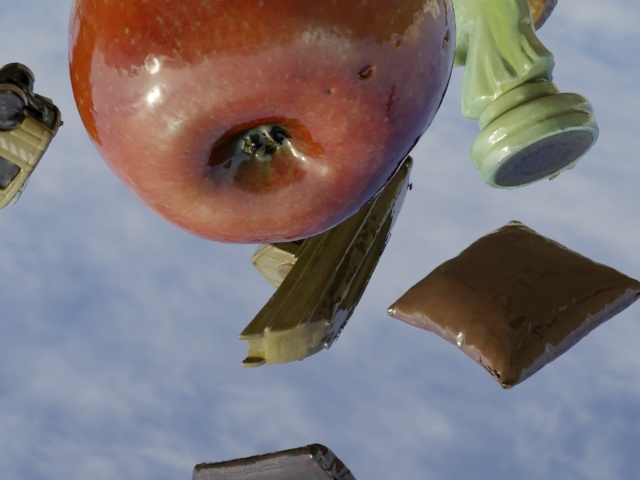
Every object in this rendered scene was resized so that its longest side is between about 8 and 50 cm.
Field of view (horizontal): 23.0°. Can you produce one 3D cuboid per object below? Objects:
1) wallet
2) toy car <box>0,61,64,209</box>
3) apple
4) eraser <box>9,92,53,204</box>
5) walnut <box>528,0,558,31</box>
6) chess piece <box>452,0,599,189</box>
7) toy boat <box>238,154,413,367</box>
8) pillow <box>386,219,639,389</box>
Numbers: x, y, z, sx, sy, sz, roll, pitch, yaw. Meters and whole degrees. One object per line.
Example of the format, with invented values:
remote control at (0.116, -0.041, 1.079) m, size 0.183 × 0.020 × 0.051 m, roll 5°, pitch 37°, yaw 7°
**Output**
wallet at (-0.034, 0.316, 1.836) m, size 0.229 × 0.182 × 0.049 m, roll -15°, pitch -151°, yaw 44°
toy car at (-0.370, -0.136, 1.447) m, size 0.256 × 0.124 × 0.101 m, roll 30°, pitch -166°, yaw -15°
apple at (-0.050, -0.161, 1.361) m, size 0.348 × 0.348 × 0.277 m, roll -8°, pitch -131°, yaw 0°
eraser at (-0.520, -0.160, 2.264) m, size 0.227 × 0.174 × 0.081 m, roll 18°, pitch -162°, yaw -26°
walnut at (0.290, -0.347, 2.269) m, size 0.105 × 0.124 × 0.105 m, roll 20°, pitch -176°, yaw -1°
chess piece at (0.235, -0.230, 2.063) m, size 0.175 × 0.298 × 0.176 m, roll -19°, pitch 161°, yaw -7°
toy boat at (0.000, 0.000, 2.233) m, size 0.162 × 0.136 × 0.445 m, roll 17°, pitch -129°, yaw 14°
pillow at (0.308, 0.092, 2.539) m, size 0.305 × 0.108 × 0.308 m, roll -32°, pitch -141°, yaw -23°
